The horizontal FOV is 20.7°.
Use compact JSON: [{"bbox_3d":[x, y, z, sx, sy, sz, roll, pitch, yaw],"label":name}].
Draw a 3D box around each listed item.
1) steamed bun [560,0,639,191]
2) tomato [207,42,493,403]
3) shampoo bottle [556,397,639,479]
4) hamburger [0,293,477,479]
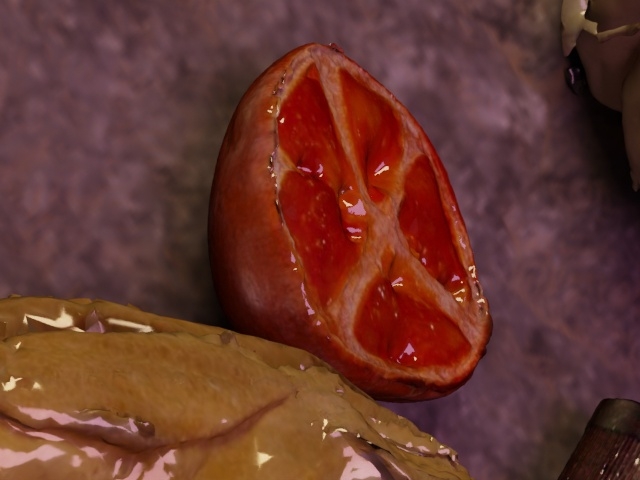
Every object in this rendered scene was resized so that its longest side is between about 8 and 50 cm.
[{"bbox_3d":[0.272,-0.105,0.796,0.280,0.207,0.268,-29,106,-26],"label":"steamed bun"},{"bbox_3d":[0.000,0.000,0.721,0.155,0.069,0.156,35,44,-44],"label":"tomato"},{"bbox_3d":[0.079,0.223,0.768,0.129,0.084,0.323,32,76,6],"label":"shampoo bottle"},{"bbox_3d":[-0.069,0.154,0.643,0.283,0.144,0.260,25,93,-19],"label":"hamburger"}]
